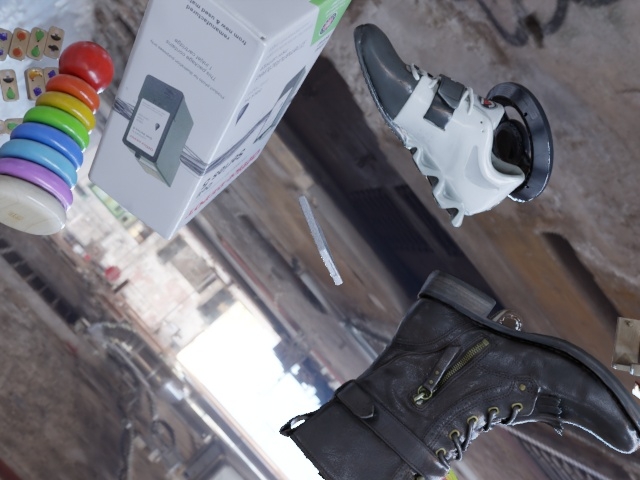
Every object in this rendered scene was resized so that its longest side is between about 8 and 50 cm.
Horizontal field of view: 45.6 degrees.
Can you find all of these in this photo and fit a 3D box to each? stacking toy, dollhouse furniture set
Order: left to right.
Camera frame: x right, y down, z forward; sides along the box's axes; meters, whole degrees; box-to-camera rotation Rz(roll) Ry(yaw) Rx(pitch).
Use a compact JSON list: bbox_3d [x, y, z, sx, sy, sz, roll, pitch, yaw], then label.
[{"bbox_3d":[-0.422,-0.180,1.221,0.141,0.141,0.331,-25,-137,52],"label":"stacking toy"},{"bbox_3d":[0.769,0.252,1.770,0.144,0.123,0.151,7,178,15],"label":"dollhouse furniture set"}]

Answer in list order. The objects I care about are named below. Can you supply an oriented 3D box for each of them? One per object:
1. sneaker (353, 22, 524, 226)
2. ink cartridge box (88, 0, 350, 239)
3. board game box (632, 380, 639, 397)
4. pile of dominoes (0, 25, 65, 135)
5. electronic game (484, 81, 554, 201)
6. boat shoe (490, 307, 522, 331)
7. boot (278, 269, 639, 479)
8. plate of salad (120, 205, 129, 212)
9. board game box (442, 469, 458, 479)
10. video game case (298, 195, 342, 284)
[{"bbox_3d":[0.173,-0.186,1.076,0.146,0.331,0.122,-28,-156,23],"label":"sneaker"},{"bbox_3d":[-0.100,-0.160,0.757,0.198,0.114,0.273,-50,178,-46],"label":"ink cartridge box"},{"bbox_3d":[0.680,0.289,1.260,0.145,0.281,0.027,0,103,-80],"label":"board game box"},{"bbox_3d":[-0.571,-0.291,1.378,0.251,0.196,0.040,-9,-173,-29],"label":"pile of dominoes"},{"bbox_3d":[0.368,-0.187,1.450,0.048,0.230,0.229,-14,-176,-17],"label":"electronic game"},{"bbox_3d":[0.433,0.284,2.035,0.257,0.095,0.095,-43,-172,7],"label":"boat shoe"},{"bbox_3d":[0.120,0.171,0.664,0.229,0.263,0.091,-50,149,-13],"label":"boot"},{"bbox_3d":[-0.273,-0.118,1.360,0.200,0.048,0.200,-43,164,-16],"label":"plate of salad"},{"bbox_3d":[0.247,0.605,1.788,0.181,0.092,0.043,-31,-179,-31],"label":"board game box"},{"bbox_3d":[0.000,0.000,1.650,0.019,0.143,0.157,-24,-126,3],"label":"video game case"}]
